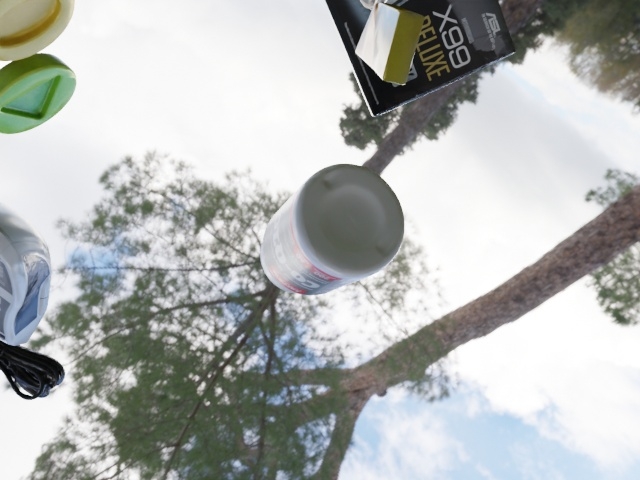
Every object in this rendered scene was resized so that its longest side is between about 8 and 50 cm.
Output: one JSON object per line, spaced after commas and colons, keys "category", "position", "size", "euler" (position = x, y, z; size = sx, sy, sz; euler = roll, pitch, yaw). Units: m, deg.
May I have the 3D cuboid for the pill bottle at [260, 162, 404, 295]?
{"category": "pill bottle", "position": [0.000, 0.000, 0.879], "size": [0.161, 0.283, 0.161], "euler": [4, -104, -17]}

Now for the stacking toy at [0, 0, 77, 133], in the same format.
{"category": "stacking toy", "position": [-0.450, -0.214, 0.672], "size": [0.309, 0.279, 0.130], "euler": [-40, -91, -19]}

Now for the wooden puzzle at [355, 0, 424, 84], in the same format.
{"category": "wooden puzzle", "position": [0.027, -0.100, 0.146], "size": [0.014, 0.116, 0.078], "euler": [8, -165, -9]}

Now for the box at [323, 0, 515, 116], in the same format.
{"category": "box", "position": [0.133, -0.385, 0.887], "size": [0.076, 0.242, 0.307], "euler": [-80, -33, -75]}

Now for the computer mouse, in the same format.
{"category": "computer mouse", "position": [-0.199, 0.031, 0.355], "size": [0.106, 0.193, 0.042], "euler": [38, -133, -1]}
